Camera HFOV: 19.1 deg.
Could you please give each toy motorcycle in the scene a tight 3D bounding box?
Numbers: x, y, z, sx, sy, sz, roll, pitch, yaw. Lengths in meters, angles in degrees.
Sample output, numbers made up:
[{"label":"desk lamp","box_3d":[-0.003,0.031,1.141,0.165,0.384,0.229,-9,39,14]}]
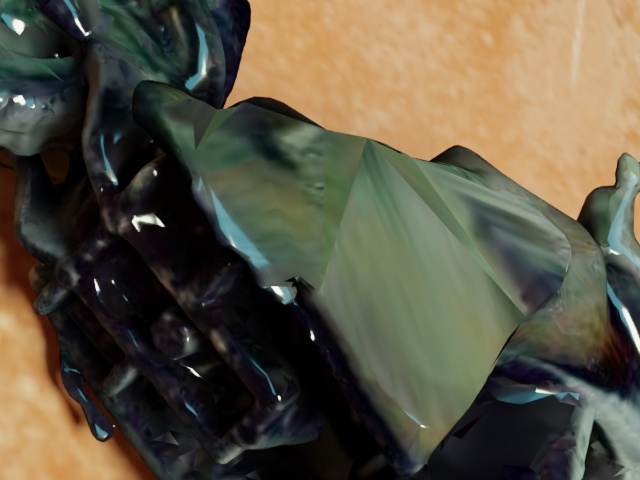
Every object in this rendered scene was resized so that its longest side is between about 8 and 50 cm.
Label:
[{"label":"toy motorcycle","box_3d":[0.000,0.000,0.494,0.270,0.106,0.159,51,42,8]}]
